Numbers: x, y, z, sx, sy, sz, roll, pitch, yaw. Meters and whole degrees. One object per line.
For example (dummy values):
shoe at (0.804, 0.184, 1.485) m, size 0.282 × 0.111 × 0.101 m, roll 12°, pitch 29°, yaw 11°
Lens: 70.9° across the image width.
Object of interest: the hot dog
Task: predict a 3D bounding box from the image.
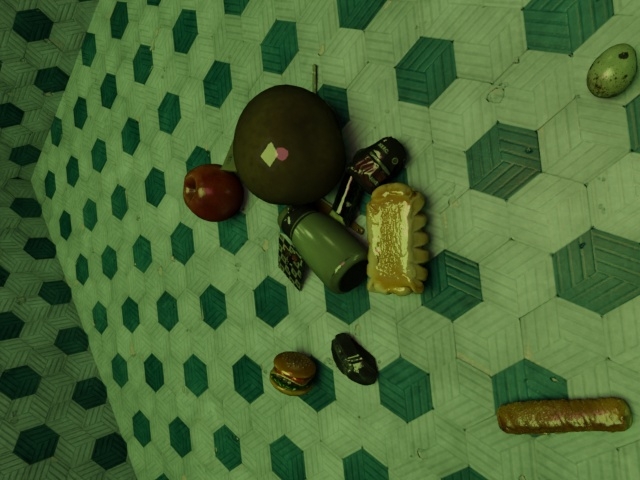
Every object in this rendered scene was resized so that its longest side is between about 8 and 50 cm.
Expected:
hot dog at (0.546, 0.406, 1.034) m, size 0.289 × 0.068 × 0.083 m, roll -23°, pitch 71°, yaw 39°

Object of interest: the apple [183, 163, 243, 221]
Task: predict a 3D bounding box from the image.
apple at (-0.402, -0.179, 1.688) m, size 0.218 × 0.201 × 0.218 m, roll 1°, pitch 92°, yaw 45°

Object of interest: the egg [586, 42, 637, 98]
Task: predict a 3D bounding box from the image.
egg at (0.602, -0.349, 0.926) m, size 0.085 × 0.085 × 0.110 m, roll 33°, pitch 100°, yaw 33°

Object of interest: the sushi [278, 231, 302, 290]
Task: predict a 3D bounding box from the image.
sushi at (-0.093, 0.070, 1.526) m, size 0.139 × 0.031 × 0.201 m, roll 47°, pitch 150°, yaw 28°

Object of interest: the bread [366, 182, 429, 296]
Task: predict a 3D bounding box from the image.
bread at (0.215, -0.003, 1.241) m, size 0.173 × 0.121 × 0.311 m, roll 3°, pitch 95°, yaw 34°

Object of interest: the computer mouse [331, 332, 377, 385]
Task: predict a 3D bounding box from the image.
computer mouse at (0.097, 0.375, 1.401) m, size 0.192 × 0.062 × 0.105 m, roll 45°, pitch 119°, yaw 27°

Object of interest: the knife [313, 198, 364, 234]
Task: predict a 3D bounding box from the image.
knife at (0.039, -0.085, 1.444) m, size 0.256 × 0.022 × 0.046 m, roll 38°, pitch 120°, yaw 31°

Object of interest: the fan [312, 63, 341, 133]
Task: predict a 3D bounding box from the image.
fan at (-0.004, -0.393, 1.465) m, size 0.223 × 0.012 × 0.294 m, roll 39°, pitch 117°, yaw 30°

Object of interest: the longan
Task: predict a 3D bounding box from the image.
longan at (-0.091, -0.279, 1.341) m, size 0.361 × 0.361 × 0.360 m, roll 3°, pitch 95°, yaw 39°

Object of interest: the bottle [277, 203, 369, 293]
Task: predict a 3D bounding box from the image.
bottle at (0.000, 0.001, 1.397) m, size 0.347 × 0.168 × 0.168 m, roll 45°, pitch 119°, yaw 33°

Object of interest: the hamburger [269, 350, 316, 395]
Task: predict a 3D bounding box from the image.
hamburger at (-0.091, 0.443, 1.503) m, size 0.162 × 0.162 × 0.115 m, roll 26°, pitch 108°, yaw 35°

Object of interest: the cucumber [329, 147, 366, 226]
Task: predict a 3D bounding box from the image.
cucumber at (0.094, -0.163, 1.358) m, size 0.074 × 0.074 × 0.241 m, roll 28°, pitch 103°, yaw 35°

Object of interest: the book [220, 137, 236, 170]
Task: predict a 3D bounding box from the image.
book at (-0.230, -0.367, 1.573) m, size 0.215 × 0.025 × 0.282 m, roll 10°, pitch 77°, yaw 43°

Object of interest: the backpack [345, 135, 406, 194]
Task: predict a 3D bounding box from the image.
backpack at (0.161, -0.215, 1.260) m, size 0.120 × 0.106 × 0.165 m, roll 43°, pitch 104°, yaw -5°
